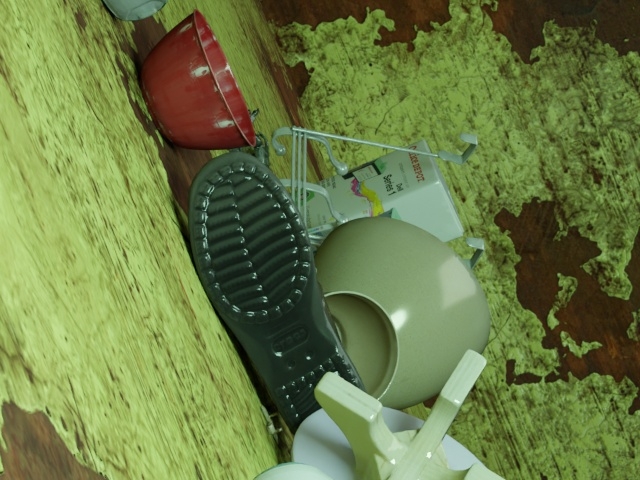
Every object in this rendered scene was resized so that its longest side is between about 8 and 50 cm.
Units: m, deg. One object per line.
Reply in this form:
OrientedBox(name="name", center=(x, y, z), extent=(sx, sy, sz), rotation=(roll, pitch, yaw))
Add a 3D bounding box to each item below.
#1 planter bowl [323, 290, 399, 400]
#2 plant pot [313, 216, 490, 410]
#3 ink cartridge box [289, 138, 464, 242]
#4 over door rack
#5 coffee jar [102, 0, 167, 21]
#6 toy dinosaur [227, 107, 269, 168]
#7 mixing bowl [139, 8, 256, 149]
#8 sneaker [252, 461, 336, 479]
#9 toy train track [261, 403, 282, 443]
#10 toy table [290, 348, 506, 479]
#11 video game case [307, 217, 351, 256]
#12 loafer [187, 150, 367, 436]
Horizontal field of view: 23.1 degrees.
OrientedBox(name="planter bowl", center=(0.006, 0.141, 2.037), extent=(0.109, 0.162, 0.162), rotation=(7, -56, 65))
OrientedBox(name="plant pot", center=(0.074, 0.135, 2.220), extent=(0.191, 0.284, 0.284), rotation=(-49, 122, -44))
OrientedBox(name="ink cartridge box", center=(0.084, -0.042, 2.655), extent=(0.201, 0.278, 0.117), rotation=(-100, 166, -65))
OrientedBox(name="over door rack", center=(0.082, -0.054, 2.417), extent=(0.108, 0.324, 0.239), rotation=(98, -7, -51))
OrientedBox(name="coffee jar", center=(-0.243, -0.361, 1.920), extent=(0.096, 0.079, 0.184), rotation=(57, 13, -48))
OrientedBox(name="toy dinosaur", center=(-0.106, -0.121, 2.346), extent=(0.268, 0.064, 0.118), rotation=(-92, 165, -64))
OrientedBox(name="mixing bowl", center=(-0.159, -0.181, 1.914), extent=(0.181, 0.098, 0.181), rotation=(-22, 90, -84))
OrientedBox(name="sneaker", center=(-0.023, 0.269, 1.445), extent=(0.366, 0.135, 0.150), rotation=(74, -9, -56))
OrientedBox(name="toy train track", center=(-0.053, 0.208, 1.841), extent=(0.083, 0.014, 0.048), rotation=(-84, 151, -78))
OrientedBox(name="toy table", center=(0.102, 0.251, 1.710), extent=(0.161, 0.274, 0.252), rotation=(105, 7, -59))
OrientedBox(name="video game case", center=(0.000, 0.000, 2.513), extent=(0.087, 0.122, 0.011), rotation=(55, 21, -63))
OrientedBox(name="loafer", center=(-0.062, 0.069, 1.844), extent=(0.130, 0.134, 0.366), rotation=(-135, -156, -76))
